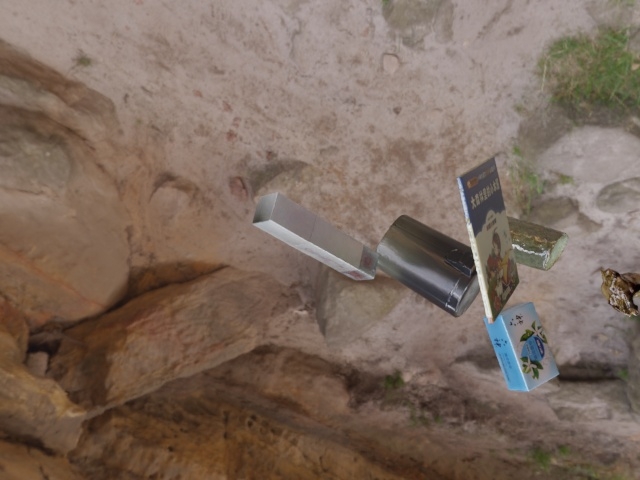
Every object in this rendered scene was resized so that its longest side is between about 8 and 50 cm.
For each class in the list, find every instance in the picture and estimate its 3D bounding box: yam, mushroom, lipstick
[{"bbox_3d":[0.708,0.003,1.620,0.268,0.161,0.161,21,162,38],"label":"yam"},{"bbox_3d":[1.243,0.168,1.605,0.334,0.331,0.356,-16,166,-38],"label":"mushroom"},{"bbox_3d":[0.000,0.000,1.148,0.371,0.079,0.076,29,155,-38],"label":"lipstick"}]

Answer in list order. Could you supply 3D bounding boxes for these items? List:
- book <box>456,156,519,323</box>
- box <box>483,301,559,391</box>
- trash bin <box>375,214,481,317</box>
[{"bbox_3d":[0.378,-0.010,1.015,0.018,0.228,0.322,-7,105,38],"label":"book"},{"bbox_3d":[0.603,0.317,1.383,0.143,0.232,0.083,-15,174,-26],"label":"box"},{"bbox_3d":[0.335,0.068,1.397,0.301,0.203,0.252,32,159,29],"label":"trash bin"}]
